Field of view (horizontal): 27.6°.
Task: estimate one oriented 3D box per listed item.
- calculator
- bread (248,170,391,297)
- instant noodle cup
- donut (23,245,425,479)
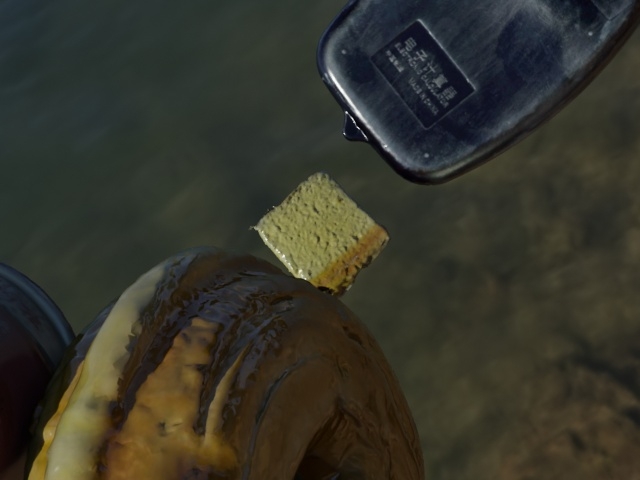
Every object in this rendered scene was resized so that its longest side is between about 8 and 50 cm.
[{"bbox_3d":[0.123,-0.162,1.019,0.268,0.177,0.040,-40,-2,-3],"label":"calculator"},{"bbox_3d":[0.000,0.000,1.705,0.152,0.147,0.127,-40,0,3],"label":"bread"},{"bbox_3d":[-0.312,0.134,0.982,0.234,0.235,0.178,-28,5,10],"label":"instant noodle cup"},{"bbox_3d":[-0.063,0.223,1.042,0.198,0.449,0.449,-2,51,30],"label":"donut"}]
